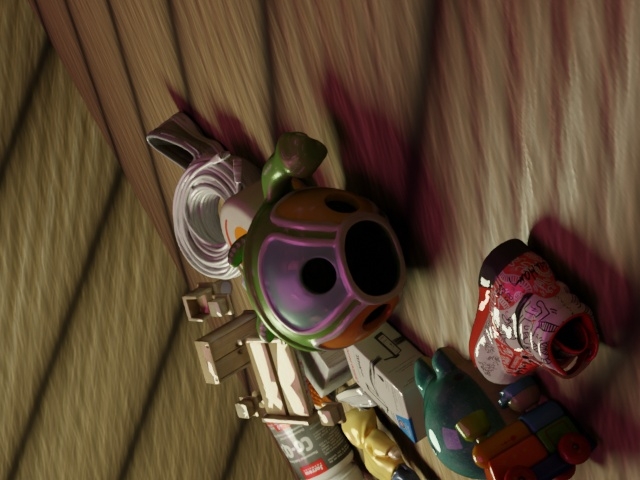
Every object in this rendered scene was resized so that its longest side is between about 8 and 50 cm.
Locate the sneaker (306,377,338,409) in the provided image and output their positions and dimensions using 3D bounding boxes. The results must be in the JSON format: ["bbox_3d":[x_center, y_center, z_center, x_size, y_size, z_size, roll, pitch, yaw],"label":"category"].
[{"bbox_3d":[-0.004,0.363,2.442,0.121,0.099,0.262,58,173,-25],"label":"sneaker"}]

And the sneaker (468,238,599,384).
[{"bbox_3d":[0.260,0.132,1.222,0.145,0.090,0.270,49,159,37],"label":"sneaker"}]

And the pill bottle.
[{"bbox_3d":[-0.013,0.542,2.638,0.283,0.161,0.161,59,164,-2],"label":"pill bottle"}]

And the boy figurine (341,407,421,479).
[{"bbox_3d":[0.151,0.477,2.169,0.285,0.092,0.177,47,161,36],"label":"boy figurine"}]

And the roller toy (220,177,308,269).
[{"bbox_3d":[-0.078,-0.024,1.839,0.191,0.146,0.209,20,135,50],"label":"roller toy"}]

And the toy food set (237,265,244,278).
[{"bbox_3d":[-0.066,0.057,1.951,0.132,0.192,0.038,55,130,20],"label":"toy food set"}]

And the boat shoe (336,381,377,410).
[{"bbox_3d":[0.089,0.340,2.168,0.063,0.066,0.184,59,154,3],"label":"boat shoe"}]

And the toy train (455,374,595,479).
[{"bbox_3d":[0.227,0.292,1.336,0.143,0.248,0.105,56,165,24],"label":"toy train"}]

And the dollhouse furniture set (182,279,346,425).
[{"bbox_3d":[-0.086,0.219,2.157,0.356,0.174,0.303,-3,108,41],"label":"dollhouse furniture set"}]

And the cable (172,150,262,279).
[{"bbox_3d":[-0.201,-0.051,2.053,0.257,0.089,0.257,-8,96,45],"label":"cable"}]

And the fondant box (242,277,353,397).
[{"bbox_3d":[-0.047,0.158,2.168,0.330,0.096,0.238,54,164,18],"label":"fondant box"}]

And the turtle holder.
[{"bbox_3d":[0.016,0.009,1.549,0.227,0.243,0.320,-15,67,56],"label":"turtle holder"}]

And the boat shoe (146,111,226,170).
[{"bbox_3d":[-0.276,-0.176,2.223,0.320,0.103,0.118,45,159,38],"label":"boat shoe"}]

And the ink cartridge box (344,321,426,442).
[{"bbox_3d":[0.132,0.243,1.807,0.203,0.086,0.148,40,156,45],"label":"ink cartridge box"}]

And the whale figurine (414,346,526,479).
[{"bbox_3d":[0.206,0.266,1.530,0.216,0.141,0.272,64,165,-19],"label":"whale figurine"}]
